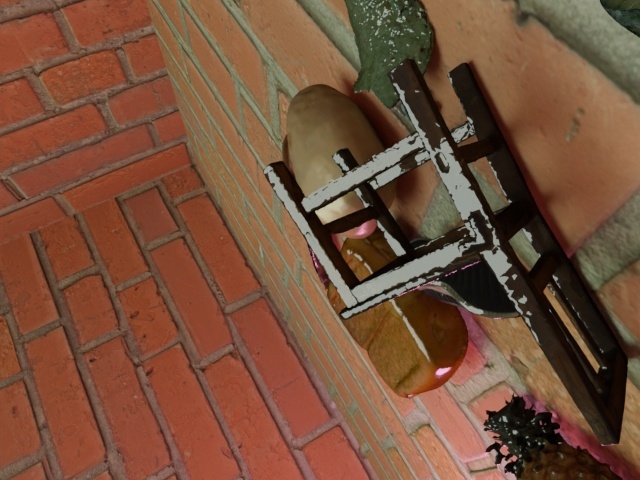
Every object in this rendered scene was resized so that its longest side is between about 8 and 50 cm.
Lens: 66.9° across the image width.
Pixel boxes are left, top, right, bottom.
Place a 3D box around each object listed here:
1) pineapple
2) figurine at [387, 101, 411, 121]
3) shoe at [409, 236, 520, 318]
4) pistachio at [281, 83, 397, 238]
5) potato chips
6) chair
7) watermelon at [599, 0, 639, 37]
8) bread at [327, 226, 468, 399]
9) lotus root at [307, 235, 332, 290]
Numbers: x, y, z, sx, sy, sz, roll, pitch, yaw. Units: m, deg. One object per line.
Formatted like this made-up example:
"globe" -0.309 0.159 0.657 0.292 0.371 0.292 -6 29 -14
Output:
"pineapple" 0.355 0.347 0.744 0.279 0.157 0.158 -116 9 -54
"figurine" 0.127 -0.209 0.714 0.106 0.047 0.060 49 167 35
"shoe" 0.229 0.065 0.763 0.227 0.099 0.112 20 169 41
"pistachio" 0.028 -0.139 0.885 0.299 0.187 0.188 61 165 24
"potato chips" 0.074 -0.297 0.701 0.228 0.059 0.167 45 141 48
"chair" 0.150 0.028 0.599 0.240 0.203 0.417 -29 86 37
"watermelon" 0.269 -0.166 0.346 0.101 0.080 0.155 32 177 -28
"bread" 0.162 0.150 1.003 0.328 0.147 0.337 52 159 22
"lotus root" 0.001 0.001 1.410 0.167 0.078 0.330 -99 -8 -57
